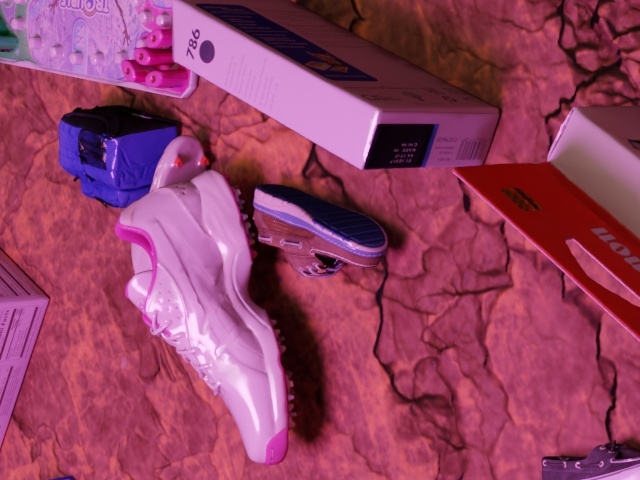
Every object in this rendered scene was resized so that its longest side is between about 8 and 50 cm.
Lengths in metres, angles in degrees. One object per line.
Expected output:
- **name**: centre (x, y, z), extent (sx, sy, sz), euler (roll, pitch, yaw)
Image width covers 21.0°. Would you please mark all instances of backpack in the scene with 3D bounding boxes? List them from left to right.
- **backpack**: centre (-0.227, -0.093, 1.859), extent (0.120, 0.098, 0.101), euler (23, 112, 41)

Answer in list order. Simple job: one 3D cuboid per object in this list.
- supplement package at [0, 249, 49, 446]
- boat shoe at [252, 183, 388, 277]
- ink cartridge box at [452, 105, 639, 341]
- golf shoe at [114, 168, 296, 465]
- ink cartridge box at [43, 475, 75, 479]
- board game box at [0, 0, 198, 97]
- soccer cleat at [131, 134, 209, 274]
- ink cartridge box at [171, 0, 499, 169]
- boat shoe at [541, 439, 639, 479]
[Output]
- **supplement package**: centre (-0.471, 0.130, 2.081), extent (0.204, 0.145, 0.262), euler (39, 118, 36)
- **boat shoe**: centre (0.000, 0.000, 1.671), extent (0.183, 0.066, 0.066), euler (29, 117, 51)
- **ink cartridge box**: centre (0.269, -0.003, 1.275), extent (0.275, 0.239, 0.060), euler (45, 122, 33)
- **golf shoe**: centre (-0.115, 0.085, 1.717), extent (0.115, 0.140, 0.306), euler (115, 140, -67)
- **ink cartridge box**: centre (-0.266, 0.348, 1.925), extent (0.207, 0.097, 0.046), euler (41, 120, 36)
- **board game box**: centre (-0.265, -0.374, 1.911), extent (0.390, 0.050, 0.390), euler (15, 103, 43)
- **soccer cleat**: centre (-0.167, -0.021, 1.828), extent (0.076, 0.068, 0.196), euler (26, 113, 44)
- **ink cartridge box**: centre (-0.010, -0.157, 1.594), extent (0.332, 0.165, 0.065), euler (35, 117, 39)
- **boat shoe**: centre (0.239, 0.190, 1.452), extent (0.142, 0.049, 0.040), euler (-22, 77, 45)
